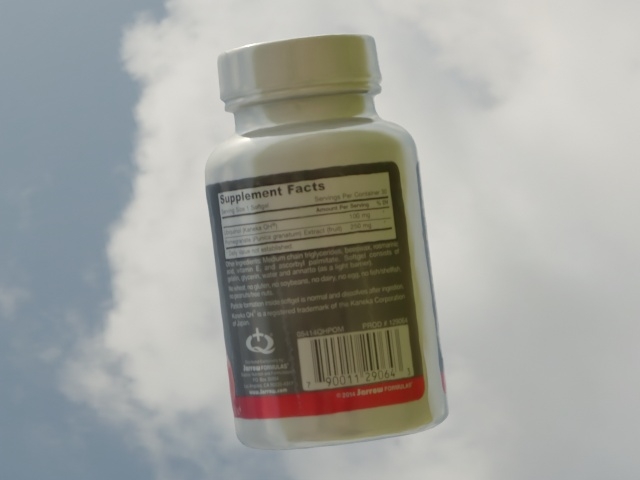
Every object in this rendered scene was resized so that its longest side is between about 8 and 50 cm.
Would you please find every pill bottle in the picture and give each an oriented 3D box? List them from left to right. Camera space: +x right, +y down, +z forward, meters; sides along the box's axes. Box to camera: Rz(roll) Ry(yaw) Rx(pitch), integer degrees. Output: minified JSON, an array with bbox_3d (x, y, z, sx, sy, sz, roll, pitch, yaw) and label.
[{"bbox_3d":[0.000,0.000,1.437,0.176,0.176,0.318,-6,-91,-27],"label":"pill bottle"}]
